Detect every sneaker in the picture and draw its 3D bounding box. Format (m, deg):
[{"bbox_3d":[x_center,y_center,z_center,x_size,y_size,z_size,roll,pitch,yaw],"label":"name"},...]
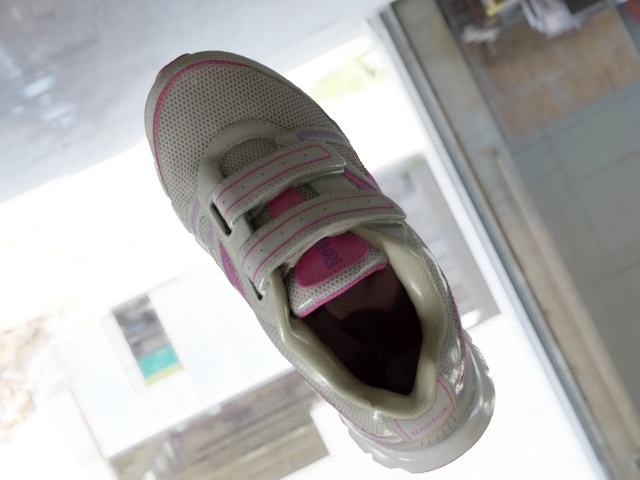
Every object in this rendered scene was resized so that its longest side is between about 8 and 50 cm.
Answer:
[{"bbox_3d":[0.000,0.000,0.761,0.103,0.252,0.111,-39,170,-4],"label":"sneaker"}]
